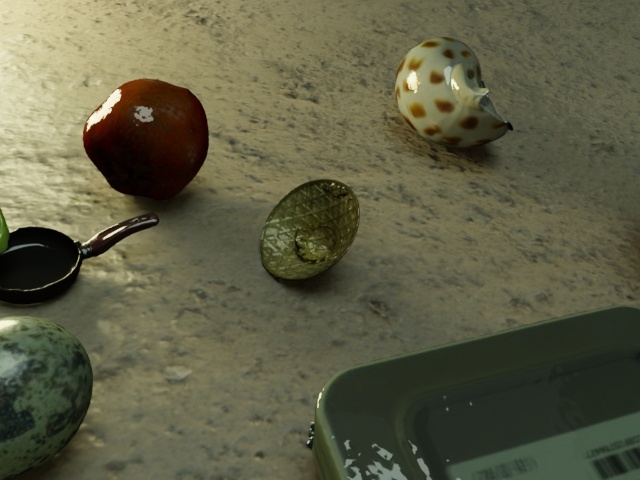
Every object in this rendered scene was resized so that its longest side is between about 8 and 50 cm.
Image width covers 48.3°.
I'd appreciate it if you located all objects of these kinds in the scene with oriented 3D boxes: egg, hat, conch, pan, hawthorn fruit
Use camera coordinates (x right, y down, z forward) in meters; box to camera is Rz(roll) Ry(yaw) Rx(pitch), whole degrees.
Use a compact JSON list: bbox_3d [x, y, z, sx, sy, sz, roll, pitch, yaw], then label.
[{"bbox_3d":[-0.280,0.141,0.615,0.132,0.132,0.172,35,57,26],"label":"egg"},{"bbox_3d":[0.000,0.000,0.912,0.146,0.067,0.146,-17,53,24],"label":"hat"},{"bbox_3d":[0.203,-0.243,1.184,0.148,0.183,0.275,-26,25,16],"label":"conch"},{"bbox_3d":[-0.290,0.013,0.836,0.212,0.040,0.115,-20,47,-23],"label":"pan"},{"bbox_3d":[-0.223,-0.148,0.954,0.157,0.157,0.194,10,44,-1],"label":"hawthorn fruit"}]

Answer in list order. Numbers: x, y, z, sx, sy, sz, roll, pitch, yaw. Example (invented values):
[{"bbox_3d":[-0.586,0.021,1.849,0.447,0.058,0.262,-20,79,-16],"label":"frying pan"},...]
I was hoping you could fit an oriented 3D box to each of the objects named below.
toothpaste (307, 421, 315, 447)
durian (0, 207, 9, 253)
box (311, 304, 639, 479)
[{"bbox_3d":[0.028,0.201,0.706,0.083,0.019,0.027,13,57,7],"label":"toothpaste"},{"bbox_3d":[-0.472,-0.037,0.812,0.250,0.101,0.139,2,69,-5],"label":"durian"},{"bbox_3d":[0.226,0.247,0.598,0.396,0.111,0.396,-11,46,-17],"label":"box"}]
